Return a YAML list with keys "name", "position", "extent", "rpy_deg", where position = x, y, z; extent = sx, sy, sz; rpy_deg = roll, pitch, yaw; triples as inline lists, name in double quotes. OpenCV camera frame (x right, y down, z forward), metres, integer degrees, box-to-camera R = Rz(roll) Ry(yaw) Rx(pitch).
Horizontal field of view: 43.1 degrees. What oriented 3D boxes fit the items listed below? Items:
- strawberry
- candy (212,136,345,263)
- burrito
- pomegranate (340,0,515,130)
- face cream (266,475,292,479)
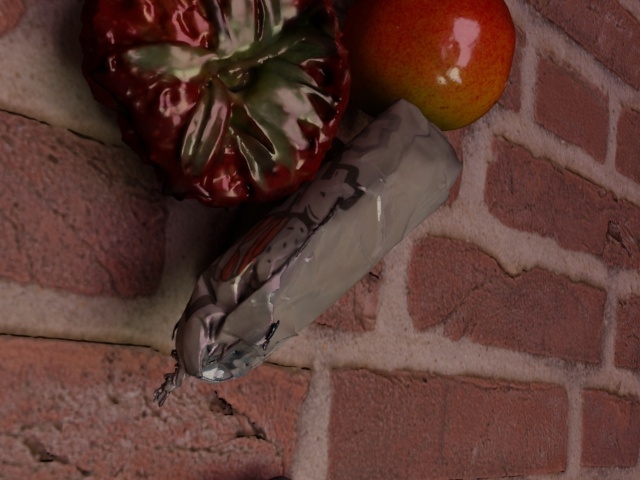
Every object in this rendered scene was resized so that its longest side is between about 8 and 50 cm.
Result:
- name: "strawberry"
  position: [-0.099, -0.174, 0.777]
  extent: [0.261, 0.258, 0.261]
  rpy_deg: [-5, 105, -20]
- name: "candy"
  position: [-0.034, -0.011, 0.904]
  extent: [0.104, 0.102, 0.234]
  rpy_deg: [44, 57, -38]
- name: "burrito"
  position: [0.000, 0.000, 0.789]
  extent: [0.445, 0.101, 0.139]
  rpy_deg: [-41, 145, -36]
- name: "pomegranate"
  position: [0.126, -0.216, 1.003]
  extent: [0.221, 0.221, 0.256]
  rpy_deg: [8, 100, -47]
- name: "face cream"
  position: [-0.113, 0.311, 0.822]
  extent: [0.311, 0.092, 0.092]
  rpy_deg: [-9, 96, -48]
